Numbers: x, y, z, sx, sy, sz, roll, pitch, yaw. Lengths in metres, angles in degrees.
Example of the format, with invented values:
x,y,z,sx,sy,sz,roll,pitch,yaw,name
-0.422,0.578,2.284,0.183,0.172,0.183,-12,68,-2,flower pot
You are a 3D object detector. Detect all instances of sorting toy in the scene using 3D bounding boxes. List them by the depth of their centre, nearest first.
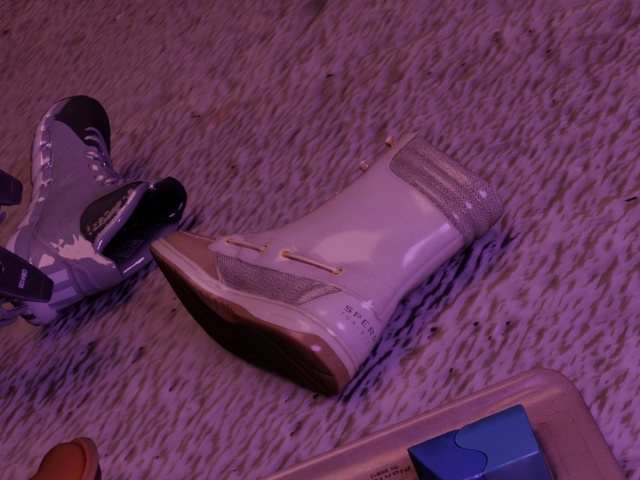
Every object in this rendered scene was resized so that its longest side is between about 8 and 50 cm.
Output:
x,y,z,sx,sy,sz,roll,pitch,yaw,name
-0.006,0.159,0.815,0.307,0.041,0.229,-22,20,3,sorting toy

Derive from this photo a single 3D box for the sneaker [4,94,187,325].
x,y,z,sx,sy,sz,roll,pitch,yaw,name
-0.155,-0.037,1.351,0.132,0.086,0.228,-17,42,22,sneaker

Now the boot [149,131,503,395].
x,y,z,sx,sy,sz,roll,pitch,yaw,name
0.000,0.000,1.108,0.165,0.077,0.213,-45,33,-16,boot

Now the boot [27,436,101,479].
x,y,z,sx,sy,sz,roll,pitch,yaw,name
-0.200,0.161,0.986,0.152,0.073,0.197,3,17,-6,boot

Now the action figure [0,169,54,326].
x,y,z,sx,sy,sz,roll,pitch,yaw,name
-0.291,0.063,1.274,0.285,0.099,0.185,-45,42,45,action figure
